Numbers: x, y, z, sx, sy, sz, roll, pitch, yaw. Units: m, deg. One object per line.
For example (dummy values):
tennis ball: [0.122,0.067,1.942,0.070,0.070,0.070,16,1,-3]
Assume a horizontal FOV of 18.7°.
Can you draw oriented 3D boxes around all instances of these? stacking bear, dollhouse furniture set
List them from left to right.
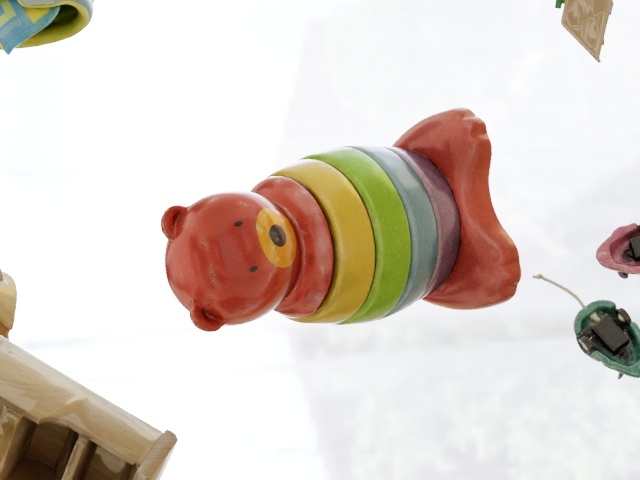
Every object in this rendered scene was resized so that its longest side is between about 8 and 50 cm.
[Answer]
dollhouse furniture set: [-0.223,0.189,1.203,0.242,0.161,0.212,-55,-7,-45]
stacking bear: [0.000,0.000,1.620,0.289,0.164,0.175,-11,-94,-39]

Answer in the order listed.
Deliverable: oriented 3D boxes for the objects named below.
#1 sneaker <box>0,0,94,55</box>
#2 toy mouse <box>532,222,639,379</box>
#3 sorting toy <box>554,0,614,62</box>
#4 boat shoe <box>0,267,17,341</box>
sneaker: [-0.322,-0.288,1.761,0.319,0.127,0.208,22,-127,-36]
toy mouse: [0.215,0.040,1.316,0.031,0.143,0.161,77,-159,-65]
sorting toy: [0.185,-0.171,1.376,0.083,0.012,0.062,-123,30,-50]
boat shoe: [-0.276,0.063,1.381,0.120,0.122,0.324,-33,-77,-32]
